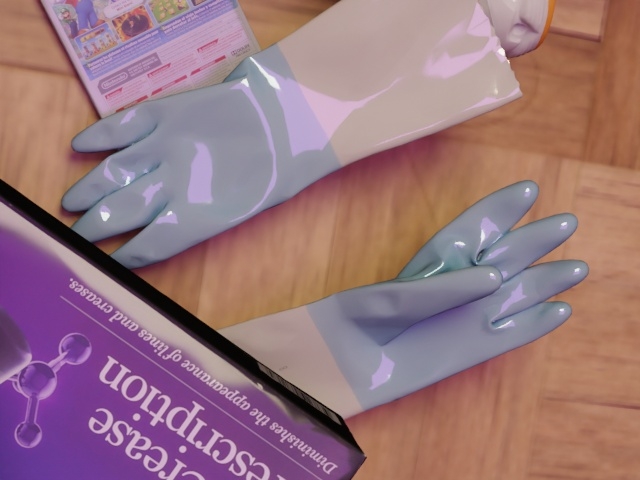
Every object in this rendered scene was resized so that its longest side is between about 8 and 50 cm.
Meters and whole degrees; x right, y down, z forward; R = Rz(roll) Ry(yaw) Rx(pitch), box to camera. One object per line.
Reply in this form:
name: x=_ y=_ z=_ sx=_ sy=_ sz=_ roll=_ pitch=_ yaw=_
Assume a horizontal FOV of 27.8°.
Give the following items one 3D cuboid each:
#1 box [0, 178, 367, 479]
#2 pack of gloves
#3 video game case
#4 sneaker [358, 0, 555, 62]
box: x=-0.140 y=0.087 z=0.569 sx=0.261 sy=0.103 sz=0.184 roll=35 pitch=89 yaw=-5
pack of gloves: x=0.000 y=0.000 z=0.612 sx=0.232 sy=0.046 sz=0.195 roll=-26 pitch=105 yaw=9
video game case: x=-0.082 y=-0.105 z=0.634 sx=0.087 sy=0.011 sz=0.122 roll=-28 pitch=103 yaw=-10
sneaker: x=0.017 y=-0.195 z=0.610 sx=0.121 sy=0.099 sz=0.262 roll=-23 pitch=101 yaw=-8
